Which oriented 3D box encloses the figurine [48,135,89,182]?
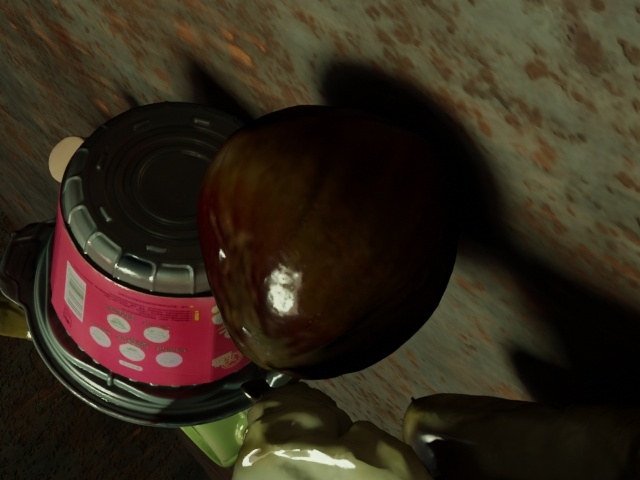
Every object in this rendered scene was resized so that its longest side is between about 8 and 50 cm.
[{"bbox_3d":[-0.210,-0.039,1.422,0.200,0.133,0.276,53,163,18],"label":"figurine"}]

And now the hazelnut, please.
[{"bbox_3d":[0.000,0.000,0.847,0.178,0.178,0.204,50,155,-8],"label":"hazelnut"}]

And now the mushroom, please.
[{"bbox_3d":[0.156,0.205,0.780,0.397,0.224,0.313,-1,171,38],"label":"mushroom"}]

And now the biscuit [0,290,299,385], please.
[{"bbox_3d":[-0.209,0.090,1.478,0.394,0.076,0.368,12,180,12],"label":"biscuit"}]

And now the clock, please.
[{"bbox_3d":[-0.192,0.233,2.083,0.348,0.117,0.286,54,165,-22],"label":"clock"}]

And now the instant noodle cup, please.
[{"bbox_3d":[-0.121,0.003,1.100,0.182,0.302,0.258,104,167,-57],"label":"instant noodle cup"}]
